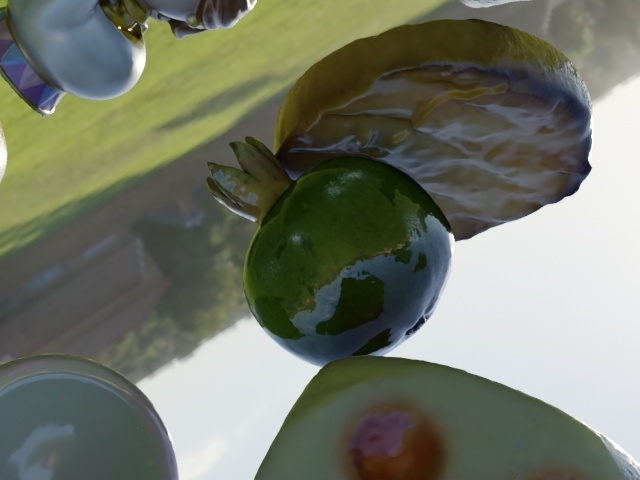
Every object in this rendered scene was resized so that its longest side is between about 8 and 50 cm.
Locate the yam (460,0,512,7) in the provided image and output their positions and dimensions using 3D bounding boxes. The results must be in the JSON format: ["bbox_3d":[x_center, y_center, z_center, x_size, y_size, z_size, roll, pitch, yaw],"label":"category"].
[{"bbox_3d":[0.167,-0.232,1.172,0.066,0.066,0.299,-33,-170,-2],"label":"yam"}]

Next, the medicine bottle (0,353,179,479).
[{"bbox_3d":[-0.266,0.213,1.177,0.202,0.202,0.316,-34,-174,-30],"label":"medicine bottle"}]

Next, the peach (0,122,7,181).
[{"bbox_3d":[-0.457,-0.108,1.601,0.190,0.192,0.190,-17,-150,10],"label":"peach"}]

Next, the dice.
[{"bbox_3d":[0.066,0.235,0.896,0.243,0.251,0.259,93,21,-62],"label":"dice"}]

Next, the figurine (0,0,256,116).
[{"bbox_3d":[-0.140,-0.211,1.126,0.263,0.142,0.189,-31,177,9],"label":"figurine"}]

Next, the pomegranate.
[{"bbox_3d":[0.001,-0.001,1.176,0.187,0.225,0.187,-48,169,-13],"label":"pomegranate"}]

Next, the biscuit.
[{"bbox_3d":[0.100,-0.097,1.264,0.296,0.102,0.296,-5,151,-3],"label":"biscuit"}]
